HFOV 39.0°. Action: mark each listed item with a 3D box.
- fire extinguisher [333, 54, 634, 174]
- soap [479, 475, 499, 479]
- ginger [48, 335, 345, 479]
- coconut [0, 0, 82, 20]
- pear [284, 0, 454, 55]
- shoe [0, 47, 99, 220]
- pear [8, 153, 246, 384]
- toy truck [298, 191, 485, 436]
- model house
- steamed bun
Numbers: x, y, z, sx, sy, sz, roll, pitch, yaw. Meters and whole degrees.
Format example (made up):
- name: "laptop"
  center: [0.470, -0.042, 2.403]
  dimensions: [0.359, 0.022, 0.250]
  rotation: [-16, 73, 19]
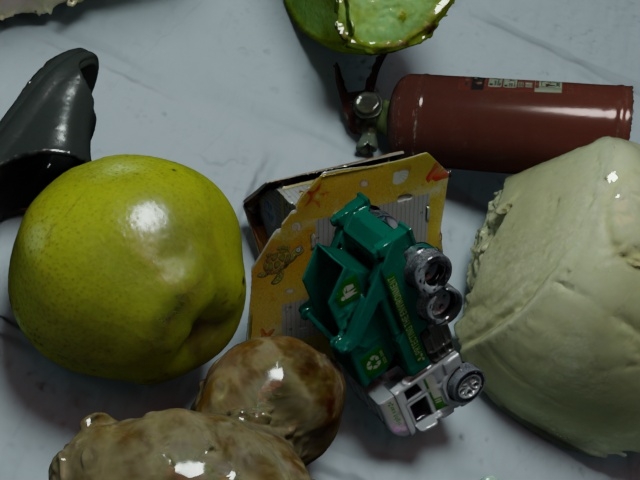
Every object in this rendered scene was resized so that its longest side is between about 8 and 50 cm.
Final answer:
- name: "fire extinguisher"
  center: [0.169, -0.147, 1.000]
  dimensions: [0.336, 0.106, 0.147]
  rotation: [7, 66, 14]
- name: "soap"
  center: [0.106, 0.266, 0.695]
  dimensions: [0.063, 0.198, 0.115]
  rotation: [16, 57, -12]
- name: "ginger"
  center: [-0.054, 0.251, 0.656]
  dimensions: [0.256, 0.176, 0.375]
  rotation: [1, 59, -34]
- name: "coconut"
  center: [-0.300, -0.455, 0.867]
  dimensions: [0.404, 0.405, 0.405]
  rotation: [11, 56, -16]
- name: "pear"
  center: [0.044, -0.328, 1.046]
  dimensions: [0.163, 0.255, 0.239]
  rotation: [-10, 99, -20]
- name: "shoe"
  center: [-0.250, -0.060, 0.809]
  dimensions: [0.093, 0.108, 0.241]
  rotation: [30, 60, 1]
- name: "pear"
  center: [-0.158, 0.021, 0.744]
  dimensions: [0.198, 0.198, 0.198]
  rotation: [11, 56, -16]
- name: "toy truck"
  center: [0.055, 0.075, 0.792]
  dimensions: [0.116, 0.216, 0.110]
  rotation: [-32, 36, -13]
- name: "model house"
  center: [0.000, 0.000, 0.878]
  dimensions: [0.219, 0.208, 0.136]
  rotation: [-16, 32, -22]
- name: "steamed bun"
  center: [0.294, 0.070, 0.892]
  dimensions: [0.290, 0.273, 0.272]
  rotation: [17, 70, -7]
